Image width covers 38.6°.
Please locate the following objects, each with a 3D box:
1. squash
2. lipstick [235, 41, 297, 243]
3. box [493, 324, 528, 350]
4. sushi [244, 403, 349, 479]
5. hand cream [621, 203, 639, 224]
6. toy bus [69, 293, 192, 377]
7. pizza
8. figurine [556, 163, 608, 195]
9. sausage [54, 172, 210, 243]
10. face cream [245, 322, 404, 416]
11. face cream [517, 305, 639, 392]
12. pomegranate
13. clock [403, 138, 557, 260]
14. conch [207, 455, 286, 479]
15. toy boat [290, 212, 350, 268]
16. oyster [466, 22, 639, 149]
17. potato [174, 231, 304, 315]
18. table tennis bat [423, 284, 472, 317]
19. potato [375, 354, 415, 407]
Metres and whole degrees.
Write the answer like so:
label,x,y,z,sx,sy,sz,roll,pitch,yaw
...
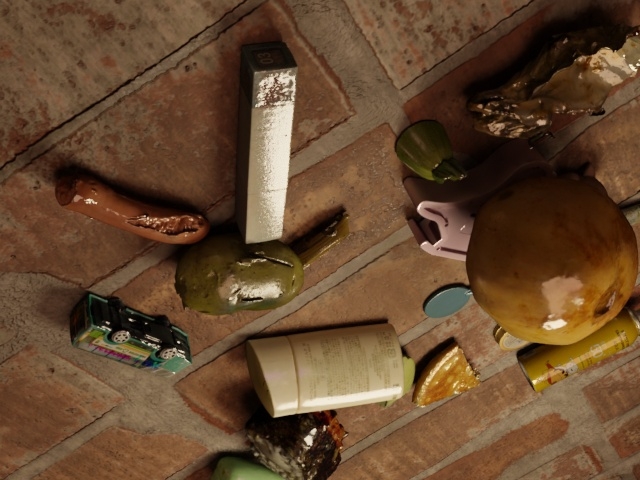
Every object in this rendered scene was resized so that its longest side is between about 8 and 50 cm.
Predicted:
label,x,y,z,sx,sy,sz,roll,pitch,yaw
squash,0.209,-0.141,1.669,0.105,0.132,0.105,-15,137,-14
lipstick,-0.096,-0.154,1.547,0.076,0.080,0.371,-10,136,-17
box,0.480,0.226,2.259,0.105,0.037,0.105,-14,138,-13
sushi,-0.060,0.450,2.124,0.182,0.196,0.343,-60,154,-27
hand cream,0.696,-0.052,2.071,0.194,0.042,0.067,-17,137,-16
toy bus,-0.364,0.189,1.773,0.109,0.091,0.261,-37,136,24
pizza,0.318,0.340,2.284,0.193,0.053,0.201,25,108,-40
figurine,0.540,-0.080,1.911,0.125,0.125,0.138,-12,127,-14
sausage,-0.313,-0.046,1.560,0.304,0.078,0.078,21,122,-39
face cream,0.012,0.284,2.003,0.348,0.173,0.081,-5,171,-22
face cream,0.685,0.268,2.351,0.348,0.105,0.105,-27,139,2
pomegranate,0.421,0.031,1.733,0.338,0.338,0.338,-14,138,-13
clock,0.298,-0.085,1.813,0.290,0.080,0.275,7,129,-33
conch,-0.156,0.604,2.263,0.250,0.137,0.143,6,134,-28
toy boat,0.000,0.000,1.780,0.149,0.049,0.047,-37,168,10
oyster,0.429,-0.276,1.637,0.337,0.133,0.198,-31,141,11
potato,-0.145,0.064,1.703,0.248,0.143,0.169,5,145,-32
table tennis bat,0.308,0.132,2.091,0.155,0.019,0.100,-25,139,3
potato,0.171,0.307,2.188,0.120,0.081,0.149,-21,132,-54
